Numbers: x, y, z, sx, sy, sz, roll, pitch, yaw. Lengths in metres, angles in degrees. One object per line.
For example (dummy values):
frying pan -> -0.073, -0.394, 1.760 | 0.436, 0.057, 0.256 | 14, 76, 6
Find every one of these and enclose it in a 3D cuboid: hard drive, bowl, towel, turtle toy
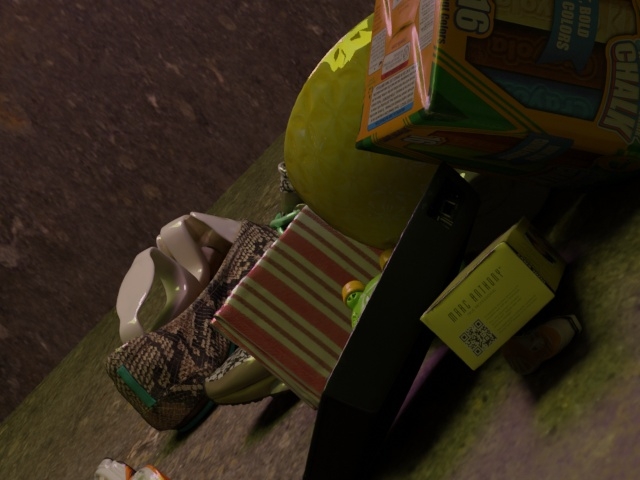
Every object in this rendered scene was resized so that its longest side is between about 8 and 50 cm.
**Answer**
hard drive -> 0.062, 0.075, 1.523 | 0.172, 0.054, 0.255 | 101, -166, -54
bowl -> 0.128, -0.082, 1.706 | 0.289, 0.289, 0.156 | -45, 51, 11
towel -> 0.001, 0.056, 1.834 | 0.197, 0.144, 0.029 | -50, -1, -24
turtle toy -> 0.081, 0.057, 1.693 | 0.130, 0.066, 0.095 | -41, 33, 17

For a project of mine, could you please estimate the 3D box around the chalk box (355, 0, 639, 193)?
chalk box -> 0.200, -0.146, 1.541 | 0.180, 0.289, 0.179 | 155, 124, -71

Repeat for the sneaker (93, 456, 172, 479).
sneaker -> -0.208, 0.299, 1.891 | 0.121, 0.099, 0.262 | -54, 10, -17

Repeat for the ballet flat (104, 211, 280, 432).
ballet flat -> -0.162, 0.065, 2.411 | 0.164, 0.182, 0.483 | -42, 10, 30

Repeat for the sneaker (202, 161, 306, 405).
sneaker -> 0.000, 0.000, 1.946 | 0.410, 0.182, 0.158 | -46, 9, 5

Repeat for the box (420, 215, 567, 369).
box -> 0.138, 0.037, 1.408 | 0.087, 0.058, 0.232 | -44, -2, 10

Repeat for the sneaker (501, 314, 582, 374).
sneaker -> 0.166, 0.077, 1.364 | 0.037, 0.032, 0.083 | -28, 0, -27
